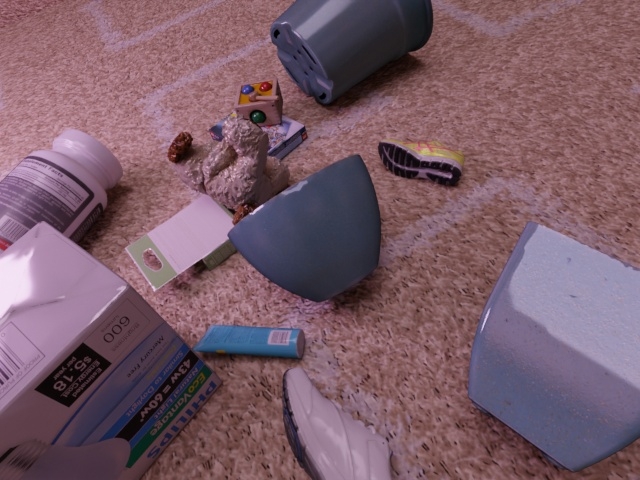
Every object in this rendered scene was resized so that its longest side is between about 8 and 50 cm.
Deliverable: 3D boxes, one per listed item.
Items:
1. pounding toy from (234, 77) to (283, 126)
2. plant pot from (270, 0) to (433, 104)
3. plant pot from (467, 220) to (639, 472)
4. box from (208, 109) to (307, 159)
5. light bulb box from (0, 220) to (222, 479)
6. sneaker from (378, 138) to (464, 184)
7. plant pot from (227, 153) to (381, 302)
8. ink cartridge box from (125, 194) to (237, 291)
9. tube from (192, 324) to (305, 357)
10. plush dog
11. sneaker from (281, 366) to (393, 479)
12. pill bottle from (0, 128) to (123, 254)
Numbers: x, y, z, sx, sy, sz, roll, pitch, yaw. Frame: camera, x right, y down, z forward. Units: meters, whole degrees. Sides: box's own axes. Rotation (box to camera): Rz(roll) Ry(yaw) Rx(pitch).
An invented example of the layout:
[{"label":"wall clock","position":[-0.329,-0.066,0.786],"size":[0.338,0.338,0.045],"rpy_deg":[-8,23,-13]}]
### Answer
[{"label":"pounding toy","position":[-0.157,-0.367,1.182],"size":[0.130,0.100,0.141],"rpy_deg":[-7,51,8]},{"label":"plant pot","position":[0.066,-0.576,1.221],"size":[0.334,0.341,0.341],"rpy_deg":[-41,55,-9]},{"label":"plant pot","position":[0.343,0.171,0.634],"size":[0.248,0.247,0.252],"rpy_deg":[33,85,31]},{"label":"box","position":[-0.173,-0.292,1.222],"size":[0.233,0.044,0.159],"rpy_deg":[33,67,32]},{"label":"light bulb box","position":[-0.394,0.236,0.672],"size":[0.225,0.361,0.358],"rpy_deg":[27,64,28]},{"label":"sneaker","position":[0.235,-0.195,1.039],"size":[0.208,0.081,0.094],"rpy_deg":[23,54,20]},{"label":"plant pot","position":[0.000,0.000,0.844],"size":[0.290,0.290,0.195],"rpy_deg":[-31,90,-11]},{"label":"ink cartridge box","position":[-0.300,0.006,1.019],"size":[0.235,0.056,0.171],"rpy_deg":[-39,54,-15]},{"label":"tube","position":[-0.134,0.188,0.844],"size":[0.207,0.052,0.080],"rpy_deg":[0,21,16]},{"label":"plush dog","position":[-0.223,-0.149,1.009],"size":[0.225,0.262,0.211],"rpy_deg":[17,77,19]},{"label":"sneaker","position":[0.030,0.320,0.688],"size":[0.129,0.111,0.297],"rpy_deg":[-20,54,-22]},{"label":"pill bottle","position":[-0.656,-0.082,1.073],"size":[0.210,0.210,0.363],"rpy_deg":[12,56,21]}]
